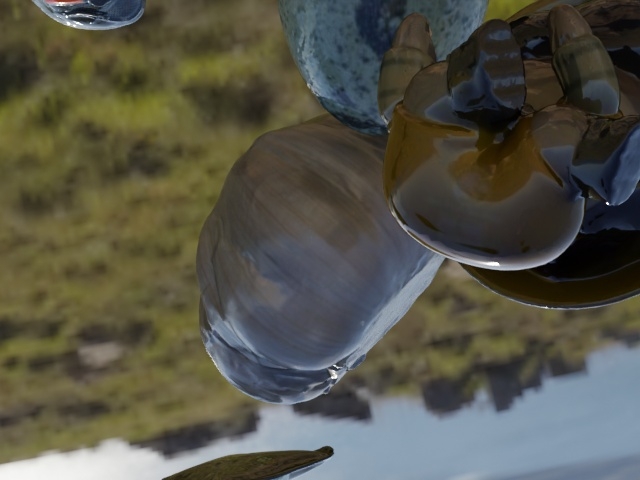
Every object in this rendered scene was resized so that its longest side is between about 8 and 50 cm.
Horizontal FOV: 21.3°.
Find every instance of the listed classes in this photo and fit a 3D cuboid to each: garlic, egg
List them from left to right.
[{"bbox_3d":[0.001,-0.001,1.168,0.228,0.152,0.228,-49,176,-5],"label":"garlic"},{"bbox_3d":[0.038,-0.150,1.044,0.132,0.172,0.132,5,-173,-1],"label":"egg"}]

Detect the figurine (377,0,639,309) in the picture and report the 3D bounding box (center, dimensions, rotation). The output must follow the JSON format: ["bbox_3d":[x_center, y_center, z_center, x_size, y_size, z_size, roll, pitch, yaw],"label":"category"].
[{"bbox_3d":[0.119,-0.045,0.876,0.192,0.167,0.257,16,-162,28],"label":"figurine"}]

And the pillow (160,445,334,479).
[{"bbox_3d":[-0.081,0.215,1.563,0.130,0.033,0.217,-13,178,-27],"label":"pillow"}]

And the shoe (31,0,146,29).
[{"bbox_3d":[-0.206,-0.223,1.389,0.077,0.074,0.194,17,171,44],"label":"shoe"}]
